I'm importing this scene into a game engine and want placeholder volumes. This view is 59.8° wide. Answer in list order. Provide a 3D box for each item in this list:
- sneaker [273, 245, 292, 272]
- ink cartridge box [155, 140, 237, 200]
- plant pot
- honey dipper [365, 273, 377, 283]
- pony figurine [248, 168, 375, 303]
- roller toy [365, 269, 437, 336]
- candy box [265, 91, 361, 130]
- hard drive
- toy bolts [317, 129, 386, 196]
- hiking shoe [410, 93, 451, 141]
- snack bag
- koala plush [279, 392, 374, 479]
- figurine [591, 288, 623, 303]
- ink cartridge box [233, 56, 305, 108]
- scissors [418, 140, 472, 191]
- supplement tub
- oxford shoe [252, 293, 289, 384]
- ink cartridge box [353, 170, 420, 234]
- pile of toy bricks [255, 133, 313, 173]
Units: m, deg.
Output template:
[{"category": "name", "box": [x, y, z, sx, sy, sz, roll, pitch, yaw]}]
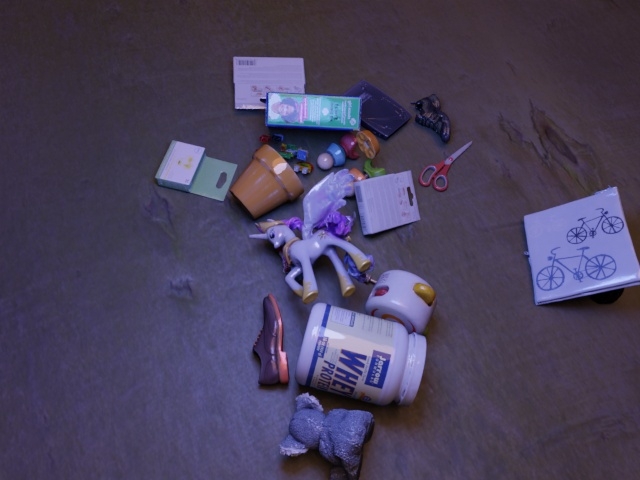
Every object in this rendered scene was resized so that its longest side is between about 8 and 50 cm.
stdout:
[{"category": "sneaker", "box": [-0.116, 0.059, 1.782, 0.118, 0.042, 0.067, 36, 60, 11]}, {"category": "ink cartridge box", "box": [-0.423, -0.241, 1.913, 0.235, 0.056, 0.171, 13, 59, 4]}, {"category": "plant pot", "box": [-0.189, -0.179, 1.834, 0.188, 0.205, 0.205, -41, 71, -8]}, {"category": "honey dipper", "box": [0.195, 0.144, 1.778, 0.160, 0.030, 0.030, 28, 61, 6]}, {"category": "pony figurine", "box": [0.000, 0.000, 1.675, 0.350, 0.303, 0.363, -29, 53, -12]}, {"category": "roller toy", "box": [0.243, 0.184, 1.661, 0.191, 0.209, 0.146, 19, 58, 21]}, {"category": "candy box", "box": [-0.030, -0.449, 1.950, 0.317, 0.268, 0.122, 1, 102, -3]}, {"category": "hard drive", "box": [0.204, -0.496, 2.127, 0.254, 0.054, 0.172, 41, 64, 16]}, {"category": "toy bolts", "box": [0.092, -0.280, 1.922, 0.158, 0.218, 0.228, -33, 51, -15]}, {"category": "hiking shoe", "box": [0.421, -0.454, 2.123, 0.114, 0.086, 0.227, -16, 57, 0]}, {"category": "snack bag", "box": [0.824, 0.018, 1.796, 0.323, 0.037, 0.343, -20, 55, 34]}, {"category": "koala plush", "box": [0.014, 0.507, 1.471, 0.221, 0.203, 0.196, 14, 59, 16]}, {"category": "figurine", "box": [0.940, 0.067, 1.798, 0.092, 0.209, 0.215, -3, 61, -8]}, {"category": "ink cartridge box", "box": [-0.195, -0.591, 2.135, 0.275, 0.060, 0.239, -1, 70, -8]}, {"category": "scissors", "box": [0.463, -0.295, 2.059, 0.109, 0.021, 0.297, 28, 63, 12]}, {"category": "supplement tub", "box": [0.109, 0.320, 1.546, 0.324, 0.235, 0.236, 14, 60, 2]}, {"category": "oxford shoe", "box": [-0.154, 0.284, 1.622, 0.098, 0.097, 0.272, -8, 62, -4]}, {"category": "ink cartridge box", "box": [0.226, -0.131, 1.883, 0.224, 0.056, 0.181, -16, 98, -34]}, {"category": "pile of toy bricks", "box": [-0.117, -0.317, 1.973, 0.212, 0.118, 0.105, 17, 27, 14]}]
